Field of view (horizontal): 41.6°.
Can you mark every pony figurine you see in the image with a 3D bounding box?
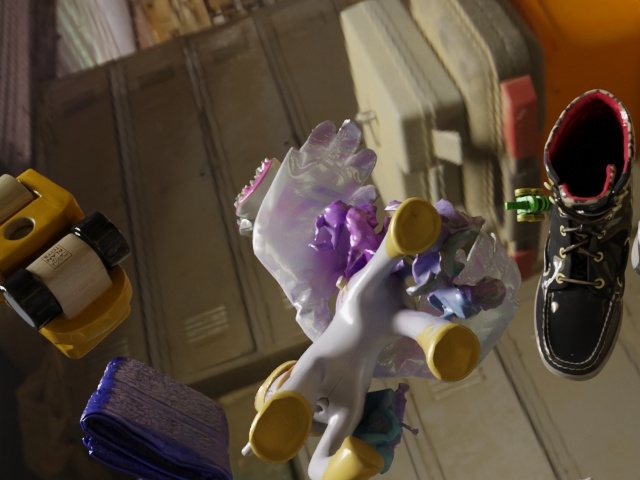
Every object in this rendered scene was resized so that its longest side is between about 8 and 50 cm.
[{"bbox_3d":[0.041,0.071,0.798,0.303,0.351,0.363,35,168,-3],"label":"pony figurine"}]

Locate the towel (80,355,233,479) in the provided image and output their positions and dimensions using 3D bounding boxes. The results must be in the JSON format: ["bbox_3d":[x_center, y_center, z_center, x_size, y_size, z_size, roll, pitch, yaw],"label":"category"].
[{"bbox_3d":[-0.246,0.284,1.279,0.228,0.076,0.308,31,-177,-10],"label":"towel"}]

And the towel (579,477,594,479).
[{"bbox_3d":[0.242,0.456,0.984,0.324,0.056,0.312,-59,-23,-27],"label":"towel"}]

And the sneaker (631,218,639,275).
[{"bbox_3d":[0.520,-0.054,1.205,0.100,0.271,0.108,37,154,17],"label":"sneaker"}]

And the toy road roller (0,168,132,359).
[{"bbox_3d":[-0.462,0.056,1.430,0.330,0.202,0.240,30,150,30],"label":"toy road roller"}]

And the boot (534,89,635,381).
[{"bbox_3d":[0.391,-0.007,1.248,0.377,0.138,0.284,-69,-26,-19],"label":"boot"}]

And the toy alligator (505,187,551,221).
[{"bbox_3d":[0.392,-0.063,1.482,0.190,0.051,0.056,-2,-92,-47],"label":"toy alligator"}]

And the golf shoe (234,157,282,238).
[{"bbox_3d":[-0.052,-0.034,1.312,0.140,0.115,0.306,32,176,2],"label":"golf shoe"}]
